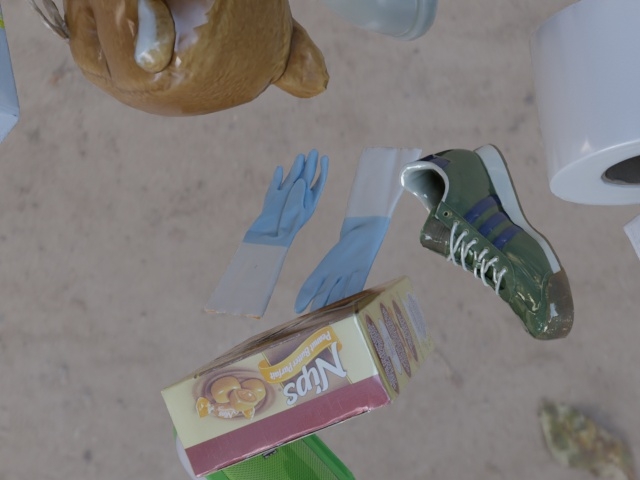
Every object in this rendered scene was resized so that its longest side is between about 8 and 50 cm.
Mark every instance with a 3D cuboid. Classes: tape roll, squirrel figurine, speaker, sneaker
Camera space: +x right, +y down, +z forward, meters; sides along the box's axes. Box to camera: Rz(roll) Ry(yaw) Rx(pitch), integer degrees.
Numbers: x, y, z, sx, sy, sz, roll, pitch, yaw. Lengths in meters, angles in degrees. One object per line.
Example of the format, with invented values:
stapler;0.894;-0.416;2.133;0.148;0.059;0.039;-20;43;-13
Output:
tape roll;0.354;-0.153;1.627;0.246;0.246;0.169;-8;75;4
squirrel figurine;-0.060;-0.281;1.018;0.397;0.281;0.371;-12;77;32
speaker;-0.044;0.260;1.587;0.131;0.296;0.131;-15;121;-26
sneaker;0.116;0.003;1.144;0.086;0.192;0.064;-4;137;-18

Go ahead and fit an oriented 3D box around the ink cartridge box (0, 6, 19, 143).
ink cartridge box;-0.259;-0.105;0.836;0.127;0.176;0.128;18;129;-38

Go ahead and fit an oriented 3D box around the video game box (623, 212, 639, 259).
video game box;0.475;0.005;1.778;0.048;0.187;0.205;11;139;-40

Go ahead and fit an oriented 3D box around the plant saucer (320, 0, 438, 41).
plant saucer;-0.014;-0.390;1.733;0.100;0.400;0.400;-31;113;-12

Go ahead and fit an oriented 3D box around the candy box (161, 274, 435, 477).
candy box;-0.008;0.116;1.387;0.183;0.316;0.088;-23;89;12

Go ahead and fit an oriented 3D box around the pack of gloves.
pack of gloves;0.000;0.000;1.686;0.195;0.232;0.046;4;148;38
